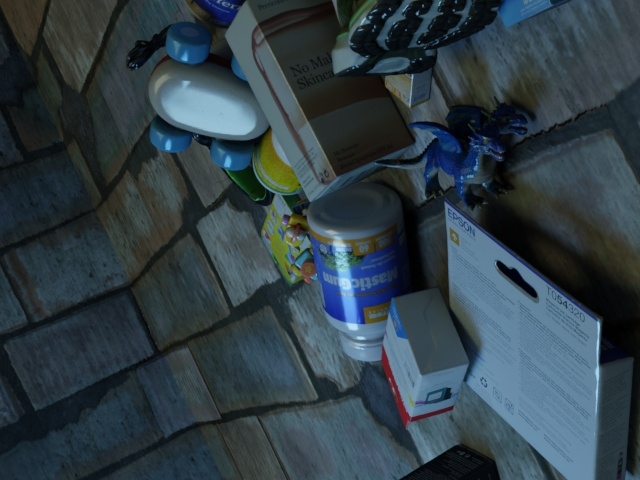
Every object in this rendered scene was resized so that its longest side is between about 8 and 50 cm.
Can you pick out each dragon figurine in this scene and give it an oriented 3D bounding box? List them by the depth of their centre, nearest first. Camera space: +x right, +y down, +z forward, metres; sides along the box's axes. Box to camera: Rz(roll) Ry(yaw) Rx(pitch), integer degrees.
[{"bbox_3d":[0.173,-0.130,1.487,0.289,0.085,0.144,28,138,55],"label":"dragon figurine"}]

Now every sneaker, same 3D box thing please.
[{"bbox_3d":[0.083,-0.304,1.290,0.410,0.158,0.182,163,99,-78],"label":"sneaker"}]

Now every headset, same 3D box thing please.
[{"bbox_3d":[-0.203,-0.220,2.096,0.243,0.185,0.394,27,148,56],"label":"headset"}]

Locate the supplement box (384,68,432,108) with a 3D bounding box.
[{"bbox_3d":[0.122,-0.240,1.552,0.062,0.036,0.098,47,151,35],"label":"supplement box"}]

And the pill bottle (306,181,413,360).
[{"bbox_3d":[0.071,0.056,1.817,0.152,0.152,0.272,36,144,50],"label":"pill bottle"}]

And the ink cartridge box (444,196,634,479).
[{"bbox_3d":[0.289,0.135,1.522,0.324,0.071,0.330,44,149,46],"label":"ink cartridge box"}]

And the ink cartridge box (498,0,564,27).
[{"bbox_3d":[0.223,-0.313,1.179,0.143,0.092,0.090,66,158,-5],"label":"ink cartridge box"}]

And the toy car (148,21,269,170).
[{"bbox_3d":[-0.167,-0.283,1.907,0.238,0.210,0.219,-78,4,-52],"label":"toy car"}]

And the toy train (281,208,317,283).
[{"bbox_3d":[0.000,0.000,1.869,0.046,0.125,0.166,-81,-16,-68],"label":"toy train"}]

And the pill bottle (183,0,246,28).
[{"bbox_3d":[-0.118,-0.438,1.727,0.153,0.153,0.265,65,158,1],"label":"pill bottle"}]

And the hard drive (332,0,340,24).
[{"bbox_3d":[0.087,-0.385,1.474,0.319,0.040,0.210,14,126,62],"label":"hard drive"}]

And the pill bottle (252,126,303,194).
[{"bbox_3d":[-0.034,-0.158,1.876,0.117,0.118,0.208,63,157,6],"label":"pill bottle"}]

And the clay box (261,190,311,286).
[{"bbox_3d":[-0.051,-0.008,2.149,0.127,0.053,0.222,59,158,15],"label":"clay box"}]

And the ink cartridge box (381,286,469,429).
[{"bbox_3d":[0.154,0.186,1.722,0.231,0.078,0.134,94,160,-61],"label":"ink cartridge box"}]

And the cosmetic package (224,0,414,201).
[{"bbox_3d":[-0.004,-0.229,1.695,0.296,0.153,0.129,61,156,5],"label":"cosmetic package"}]

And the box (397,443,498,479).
[{"bbox_3d":[0.198,0.463,1.877,0.108,0.207,0.153,16,127,62],"label":"box"}]

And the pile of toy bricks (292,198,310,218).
[{"bbox_3d":[0.023,-0.012,1.946,0.212,0.118,0.105,63,-168,-18],"label":"pile of toy bricks"}]
